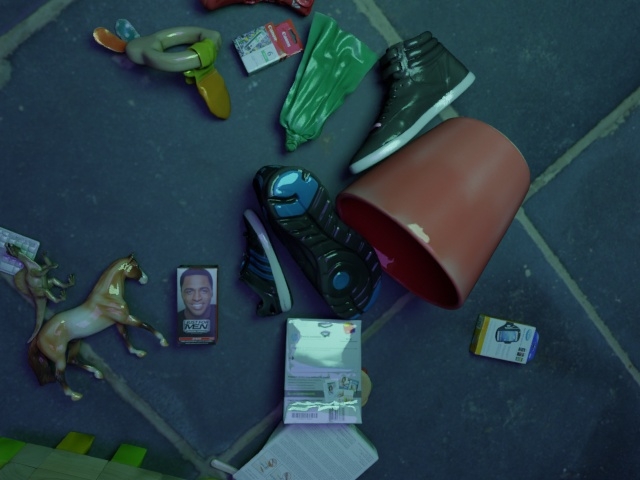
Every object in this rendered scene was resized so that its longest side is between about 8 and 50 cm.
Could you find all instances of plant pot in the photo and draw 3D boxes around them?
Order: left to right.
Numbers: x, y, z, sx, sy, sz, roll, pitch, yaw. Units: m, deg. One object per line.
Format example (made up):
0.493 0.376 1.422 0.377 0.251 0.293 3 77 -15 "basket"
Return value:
0.204 -0.060 0.786 0.243 0.275 0.275 -46 101 -12 "plant pot"

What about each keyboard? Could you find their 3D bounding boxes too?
-0.611 -0.014 0.765 0.256 0.014 0.072 23 92 -11 "keyboard"

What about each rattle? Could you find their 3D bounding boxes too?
-0.263 -0.294 0.784 0.200 0.143 0.130 -1 64 6 "rattle"

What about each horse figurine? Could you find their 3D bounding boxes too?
-0.399 0.161 0.794 0.263 0.066 0.174 -30 106 -7 "horse figurine"

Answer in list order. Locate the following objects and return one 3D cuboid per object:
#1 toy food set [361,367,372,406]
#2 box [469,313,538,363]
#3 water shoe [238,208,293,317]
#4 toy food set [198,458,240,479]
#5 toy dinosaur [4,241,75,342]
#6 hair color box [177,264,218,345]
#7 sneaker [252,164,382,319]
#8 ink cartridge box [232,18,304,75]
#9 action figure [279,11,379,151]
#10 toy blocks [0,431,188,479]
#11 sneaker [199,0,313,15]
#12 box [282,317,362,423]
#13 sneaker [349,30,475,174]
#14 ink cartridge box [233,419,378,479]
0.063 0.291 0.907 0.083 0.020 0.082 18 93 -10 "toy food set"
0.385 0.206 0.949 0.136 0.028 0.081 14 94 -13 "box"
-0.115 0.045 0.824 0.080 0.073 0.203 -21 99 -4 "water shoe"
-0.220 0.532 0.861 0.128 0.071 0.218 40 89 -11 "toy food set"
-0.480 0.082 0.788 0.093 0.053 0.183 -4 108 2 "toy dinosaur"
-0.222 0.117 0.829 0.072 0.043 0.141 0 96 -9 "hair color box"
0.000 0.000 0.821 0.125 0.140 0.341 -37 120 -12 "sneaker"
-0.090 -0.345 0.806 0.115 0.029 0.063 -27 99 -5 "ink cartridge box"
-0.007 -0.262 0.812 0.137 0.063 0.232 28 87 -13 "action figure"
-0.400 0.516 0.777 0.381 0.191 0.261 14 103 -1 "toy blocks"
-0.085 -0.426 0.771 0.221 0.087 0.128 -36 99 -3 "sneaker"
0.004 0.241 0.852 0.145 0.038 0.186 3 76 -10 "box"
0.129 -0.253 0.821 0.296 0.104 0.147 -43 99 -9 "sneaker"
-0.028 0.429 0.896 0.225 0.056 0.181 -41 101 2 "ink cartridge box"
